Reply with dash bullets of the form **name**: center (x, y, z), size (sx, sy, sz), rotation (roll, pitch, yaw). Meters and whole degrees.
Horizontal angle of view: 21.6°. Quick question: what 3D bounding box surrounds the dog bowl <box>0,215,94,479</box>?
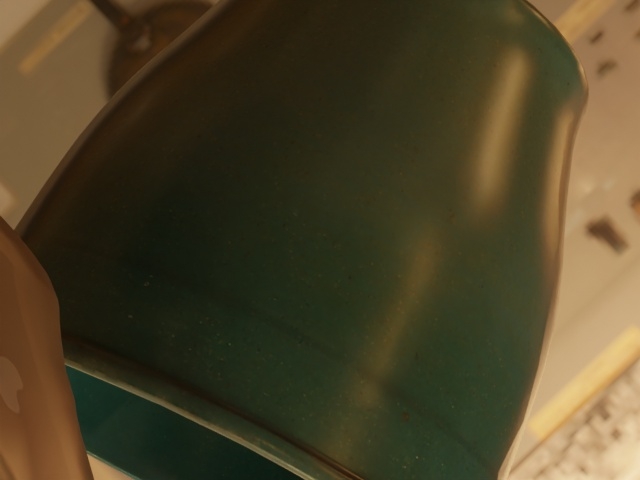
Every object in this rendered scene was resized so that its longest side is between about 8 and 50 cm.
- **dog bowl**: center (-0.205, 0.111, 0.372), size (0.349, 0.349, 0.102), rotation (-44, -169, -2)

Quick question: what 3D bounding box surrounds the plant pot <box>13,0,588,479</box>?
- **plant pot**: center (0.000, 0.000, 0.802), size (0.255, 0.271, 0.271), rotation (-63, -175, -16)
